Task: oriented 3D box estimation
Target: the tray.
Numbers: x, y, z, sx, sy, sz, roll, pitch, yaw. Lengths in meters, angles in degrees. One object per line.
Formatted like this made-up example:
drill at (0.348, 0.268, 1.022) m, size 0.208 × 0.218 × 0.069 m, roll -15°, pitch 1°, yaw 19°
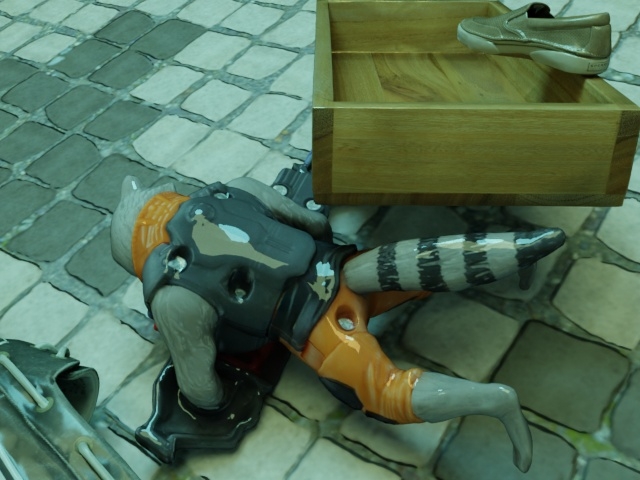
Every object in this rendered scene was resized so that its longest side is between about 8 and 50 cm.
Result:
tray at (0.096, -0.141, 0.651) m, size 0.203 × 0.076 × 0.411 m, roll 0°, pitch 26°, yaw 0°

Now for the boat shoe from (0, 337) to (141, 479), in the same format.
boat shoe at (-0.212, 0.133, 0.537) m, size 0.119 × 0.121 × 0.335 m, roll -30°, pitch 57°, yaw -27°

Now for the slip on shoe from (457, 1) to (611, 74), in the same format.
slip on shoe at (0.157, -0.158, 0.558) m, size 0.051 × 0.041 × 0.135 m, roll -14°, pitch 30°, yaw -27°

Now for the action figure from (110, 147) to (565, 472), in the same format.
action figure at (0.000, 0.000, 0.567) m, size 0.330 × 0.178 × 0.341 m, roll 10°, pitch 51°, yaw 9°
